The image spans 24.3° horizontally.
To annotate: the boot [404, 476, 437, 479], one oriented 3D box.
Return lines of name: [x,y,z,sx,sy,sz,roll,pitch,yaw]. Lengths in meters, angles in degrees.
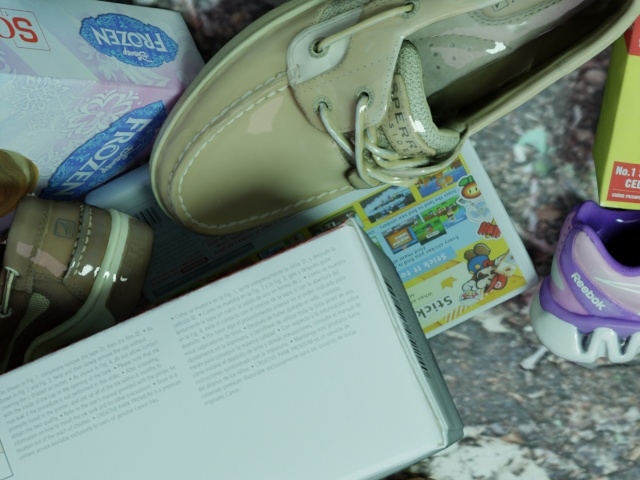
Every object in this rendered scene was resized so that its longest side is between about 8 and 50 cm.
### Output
boot: [-0.017,0.216,1.142,0.152,0.073,0.197,38,116,-12]

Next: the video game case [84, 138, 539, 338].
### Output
video game case: [0.000,0.000,0.945,0.227,0.026,0.206,-27,124,7]

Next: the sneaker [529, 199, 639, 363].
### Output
sneaker: [0.250,0.019,0.929,0.236,0.095,0.104,1,122,7]

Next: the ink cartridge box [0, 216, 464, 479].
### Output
ink cartridge box: [-0.081,0.120,0.882,0.309,0.272,0.130,-24,80,4]

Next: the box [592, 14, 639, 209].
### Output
box: [0.211,-0.122,0.830,0.087,0.058,0.232,5,131,2]

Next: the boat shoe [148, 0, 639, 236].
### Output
boat shoe: [0.036,-0.083,0.817,0.302,0.098,0.109,-30,125,11]

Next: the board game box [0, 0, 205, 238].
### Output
board game box: [-0.272,-0.028,0.841,0.319,0.066,0.318,-38,159,33]

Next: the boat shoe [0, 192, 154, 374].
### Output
boat shoe: [-0.191,0.032,0.909,0.095,0.095,0.257,20,148,-22]
